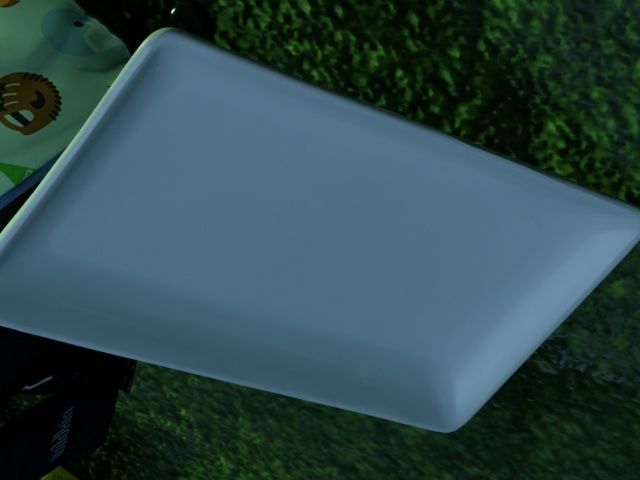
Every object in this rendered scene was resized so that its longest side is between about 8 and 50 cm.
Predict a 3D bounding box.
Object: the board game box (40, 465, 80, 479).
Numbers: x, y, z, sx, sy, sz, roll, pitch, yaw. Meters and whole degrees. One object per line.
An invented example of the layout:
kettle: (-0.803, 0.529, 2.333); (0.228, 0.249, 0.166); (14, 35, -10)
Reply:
board game box: (-0.096, 0.243, 1.172); (0.259, 0.039, 0.124); (40, 139, -10)

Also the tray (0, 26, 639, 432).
tray: (0.000, 0.000, 0.751); (0.270, 0.030, 0.145); (18, 124, -39)

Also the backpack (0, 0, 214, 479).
backpack: (-0.198, 0.009, 0.806); (0.213, 0.263, 0.276); (33, 141, 9)
